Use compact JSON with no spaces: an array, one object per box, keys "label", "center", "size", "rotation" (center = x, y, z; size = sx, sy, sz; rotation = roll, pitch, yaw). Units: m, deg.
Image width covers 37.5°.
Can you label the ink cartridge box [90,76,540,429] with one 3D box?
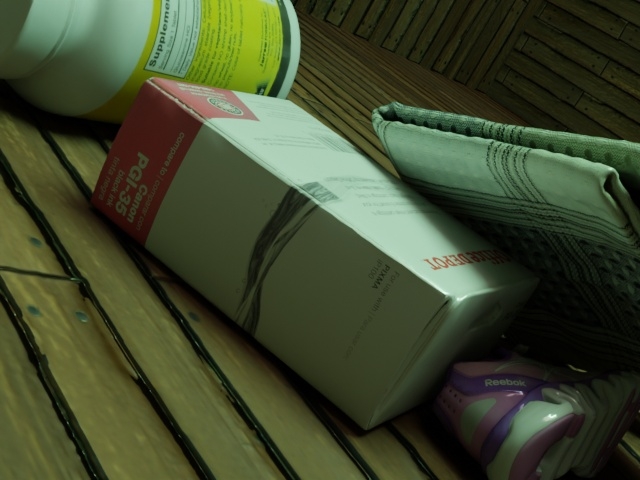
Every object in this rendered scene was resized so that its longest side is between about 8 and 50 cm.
[{"label":"ink cartridge box","center":[0.000,0.000,0.727],"size":[0.283,0.117,0.207],"rotation":[37,18,22]}]

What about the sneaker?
[{"label":"sneaker","center":[0.166,0.122,0.711],"size":[0.104,0.095,0.236],"rotation":[32,16,35]}]

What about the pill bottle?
[{"label":"pill bottle","center":[-0.182,-0.202,0.883],"size":[0.188,0.188,0.334],"rotation":[39,20,27]}]

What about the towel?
[{"label":"towel","center":[0.204,0.032,0.749],"size":[0.324,0.056,0.312],"rotation":[20,-29,54]}]
